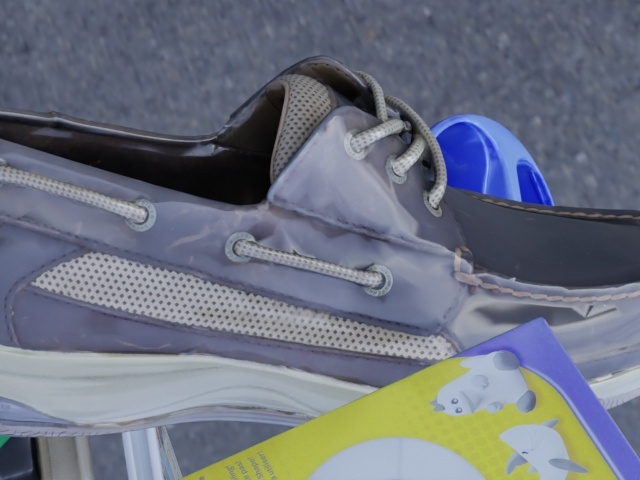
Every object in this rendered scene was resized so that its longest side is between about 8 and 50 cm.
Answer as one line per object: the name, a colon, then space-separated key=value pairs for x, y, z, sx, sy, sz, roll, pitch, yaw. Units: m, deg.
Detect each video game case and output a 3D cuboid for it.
video game case: x=-0.091 y=0.231 z=1.276 sx=0.026 sy=0.206 sz=0.227 roll=-15 pitch=129 yaw=-1

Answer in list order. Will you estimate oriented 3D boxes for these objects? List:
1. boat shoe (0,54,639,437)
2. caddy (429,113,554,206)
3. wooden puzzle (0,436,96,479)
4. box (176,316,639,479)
boat shoe: x=0.000 y=0.000 z=0.765 sx=0.355 sy=0.132 sz=0.130 roll=-2 pitch=111 yaw=-19
caddy: x=0.118 y=0.053 z=1.775 sx=0.179 sy=0.341 sz=0.241 roll=-10 pitch=152 yaw=42
wooden puzzle: x=-0.280 y=0.142 z=1.346 sx=0.238 sy=0.221 sz=0.044 roll=-20 pitch=128 yaw=1
box: x=0.017 y=0.104 z=0.607 sx=0.179 sy=0.105 sz=0.043 roll=-25 pitch=145 yaw=-10
